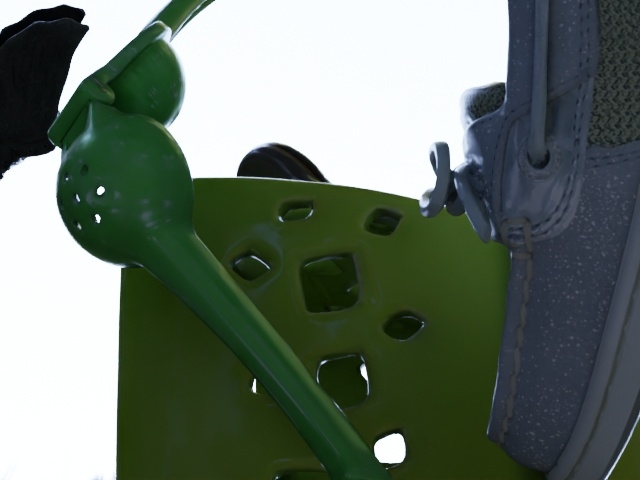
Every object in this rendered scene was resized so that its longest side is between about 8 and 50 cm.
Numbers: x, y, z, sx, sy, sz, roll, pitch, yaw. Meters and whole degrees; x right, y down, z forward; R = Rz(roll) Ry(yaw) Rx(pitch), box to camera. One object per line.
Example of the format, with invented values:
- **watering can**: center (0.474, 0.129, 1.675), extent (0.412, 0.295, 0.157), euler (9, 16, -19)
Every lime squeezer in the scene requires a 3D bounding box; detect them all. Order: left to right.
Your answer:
- **lime squeezer**: center (-0.051, -0.041, 0.594), extent (0.110, 0.310, 0.059), euler (4, -48, -19)

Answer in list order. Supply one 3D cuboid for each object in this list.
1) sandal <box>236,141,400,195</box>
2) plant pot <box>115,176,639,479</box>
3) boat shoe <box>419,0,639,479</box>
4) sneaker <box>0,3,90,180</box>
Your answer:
- **sandal**: center (0.000, 0.000, 0.928), extent (0.060, 0.219, 0.090), euler (-18, -55, -30)
- **plant pot**: center (0.044, 0.103, 0.664), extent (0.207, 0.227, 0.228), euler (-5, -111, 11)
- **boat shoe**: center (0.080, -0.079, 0.493), extent (0.103, 0.118, 0.320), euler (6, -79, 12)
- **sneaker**: center (-0.189, -0.060, 0.912), extent (0.089, 0.051, 0.170), euler (4, -64, -10)
